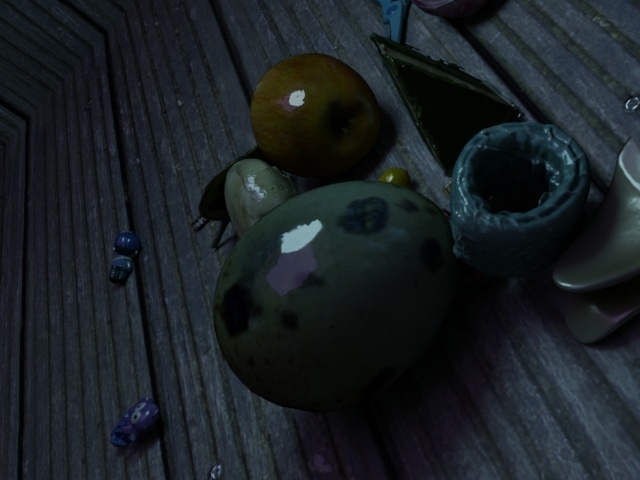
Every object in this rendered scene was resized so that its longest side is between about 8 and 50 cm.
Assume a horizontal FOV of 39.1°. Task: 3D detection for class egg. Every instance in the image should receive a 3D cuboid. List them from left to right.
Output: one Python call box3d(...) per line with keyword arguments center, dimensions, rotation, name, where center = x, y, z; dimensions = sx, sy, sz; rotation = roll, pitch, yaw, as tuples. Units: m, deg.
box3d(center=(0.025, 0.084, 1.451), dimensions=(0.428, 0.345, 0.345), rotation=(-41, 37, 21), name="egg")

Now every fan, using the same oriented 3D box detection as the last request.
box3d(center=(-0.187, -0.092, 2.006), dimensions=(0.011, 0.229, 0.335), rotation=(50, 136, 21), name="fan")

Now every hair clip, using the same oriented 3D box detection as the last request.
box3d(center=(0.431, 0.010, 1.262), dimensions=(0.282, 0.113, 0.172), rotation=(-50, 35, -3), name="hair clip")

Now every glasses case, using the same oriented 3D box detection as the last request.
box3d(center=(0.234, 0.017, 1.521), dimensions=(0.073, 0.049, 0.194), rotation=(-49, 35, 12), name="glasses case")

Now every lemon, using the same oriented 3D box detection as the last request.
box3d(center=(0.140, -0.105, 1.725), dimensions=(0.083, 0.062, 0.062), rotation=(-49, 33, 31), name="lemon")

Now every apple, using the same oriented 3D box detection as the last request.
box3d(center=(-0.005, -0.253, 1.849), dimensions=(0.264, 0.264, 0.264), rotation=(-30, 42, 31), name="apple")

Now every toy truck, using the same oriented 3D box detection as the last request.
box3d(center=(-0.283, -0.059, 2.209), dimensions=(0.083, 0.024, 0.032), rotation=(-43, 7, 20), name="toy truck")

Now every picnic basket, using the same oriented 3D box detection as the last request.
box3d(center=(0.297, -0.092, 1.514), dimensions=(0.164, 0.079, 0.115), rotation=(-44, 36, 14), name="picnic basket")

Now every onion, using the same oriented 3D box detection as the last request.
box3d(center=(0.282, -0.565, 1.892), dimensions=(0.227, 0.120, 0.283), rotation=(-56, 38, 1), name="onion")

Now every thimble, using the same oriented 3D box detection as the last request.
box3d(center=(0.285, -0.056, 1.337), dimensions=(0.235, 0.143, 0.198), rotation=(-38, 58, -20), name="thimble")

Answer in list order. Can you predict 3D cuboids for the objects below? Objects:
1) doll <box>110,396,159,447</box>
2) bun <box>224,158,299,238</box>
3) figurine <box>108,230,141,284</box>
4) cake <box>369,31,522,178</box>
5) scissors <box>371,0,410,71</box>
box3d(center=(-0.401, 0.395, 1.933), dimensions=(0.206, 0.067, 0.110), rotation=(-35, 29, 42), name="doll")
box3d(center=(-0.106, -0.062, 1.861), dimensions=(0.141, 0.239, 0.239), rotation=(-23, 32, -15), name="bun")
box3d(center=(-0.519, 0.041, 2.356), dimensions=(0.077, 0.079, 0.136), rotation=(9, 55, 7), name="figurine")
box3d(center=(0.182, -0.236, 1.614), dimensions=(0.172, 0.283, 0.158), rotation=(-60, 32, 20), name="cake")
box3d(center=(0.177, -0.528, 2.061), dimensions=(0.180, 0.032, 0.393), rotation=(-24, 44, 35), name="scissors")
